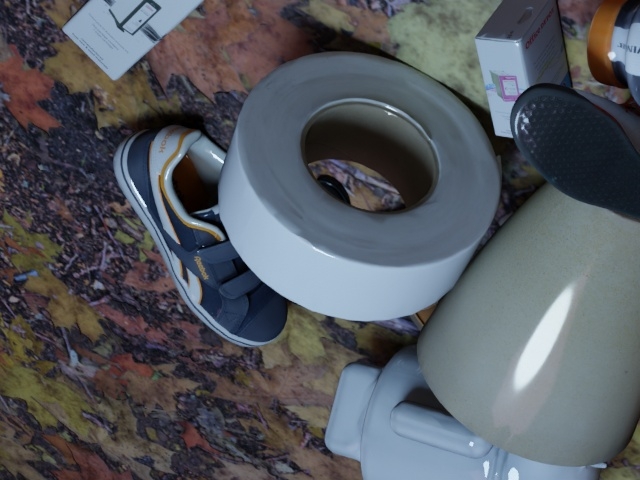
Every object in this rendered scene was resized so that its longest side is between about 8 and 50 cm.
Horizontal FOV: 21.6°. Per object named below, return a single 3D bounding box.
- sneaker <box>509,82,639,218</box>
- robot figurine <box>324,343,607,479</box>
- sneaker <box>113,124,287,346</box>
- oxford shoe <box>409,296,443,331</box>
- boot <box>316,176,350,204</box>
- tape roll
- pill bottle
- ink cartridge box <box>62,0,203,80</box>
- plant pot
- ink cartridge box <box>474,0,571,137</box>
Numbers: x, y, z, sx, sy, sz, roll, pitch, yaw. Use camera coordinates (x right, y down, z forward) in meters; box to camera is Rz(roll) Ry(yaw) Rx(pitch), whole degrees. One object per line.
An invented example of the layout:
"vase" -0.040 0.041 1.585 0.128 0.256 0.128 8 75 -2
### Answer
"sneaker" 0.281 -0.097 1.614 0.270 0.145 0.090 26 118 -22
"robot figurine" 0.186 0.242 2.021 0.353 0.200 0.300 12 177 24
"sneaker" -0.121 0.000 2.041 0.127 0.126 0.321 -9 124 47
"oxford shoe" 0.126 0.051 1.976 0.076 0.076 0.212 -29 131 5
"boot" -0.001 0.000 1.978 0.045 0.099 0.121 11 136 24
"tape roll" 0.041 -0.059 1.744 0.286 0.286 0.100 29 141 5
"pill bottle" 0.365 -0.166 1.513 0.245 0.130 0.130 14 138 36
"ink cartridge box" -0.160 -0.278 1.759 0.086 0.148 0.203 45 139 -11
"plant pot" 0.266 0.050 1.760 0.256 0.256 0.274 27 125 8
"ink cartridge box" 0.202 -0.175 1.663 0.052 0.088 0.122 11 136 30
